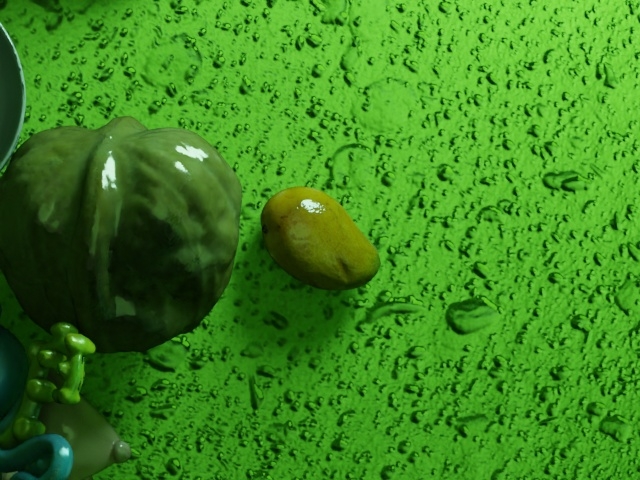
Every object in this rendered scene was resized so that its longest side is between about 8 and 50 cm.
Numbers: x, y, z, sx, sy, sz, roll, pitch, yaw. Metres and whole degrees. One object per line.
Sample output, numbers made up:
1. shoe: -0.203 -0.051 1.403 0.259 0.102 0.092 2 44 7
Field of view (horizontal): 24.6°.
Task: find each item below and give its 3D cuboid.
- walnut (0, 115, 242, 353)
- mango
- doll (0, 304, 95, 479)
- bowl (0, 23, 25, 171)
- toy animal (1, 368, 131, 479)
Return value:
1. walnut: -0.236 -0.008 1.729 0.253 0.282 0.277 -43 144 -41
2. mango: -0.006 0.004 1.874 0.115 0.089 0.165 -43 102 -16
3. doll: -0.395 0.221 1.681 0.346 0.099 0.341 -8 69 31
4. bowl: -0.493 -0.169 1.741 0.287 0.144 0.287 -1 93 -10
5. toy animal: -0.349 0.270 1.785 0.197 0.171 0.171 -45 99 -10
